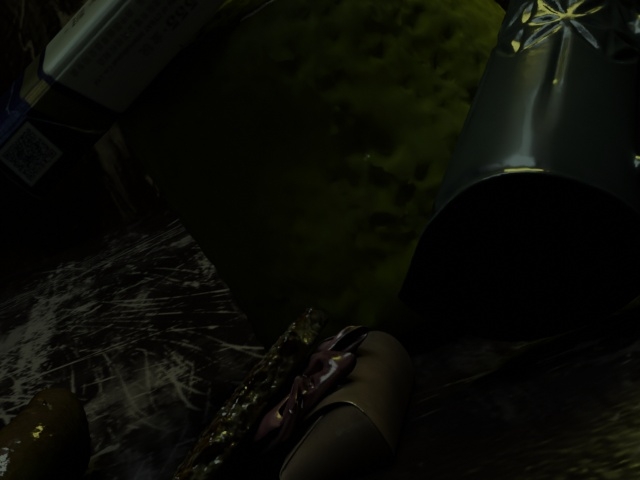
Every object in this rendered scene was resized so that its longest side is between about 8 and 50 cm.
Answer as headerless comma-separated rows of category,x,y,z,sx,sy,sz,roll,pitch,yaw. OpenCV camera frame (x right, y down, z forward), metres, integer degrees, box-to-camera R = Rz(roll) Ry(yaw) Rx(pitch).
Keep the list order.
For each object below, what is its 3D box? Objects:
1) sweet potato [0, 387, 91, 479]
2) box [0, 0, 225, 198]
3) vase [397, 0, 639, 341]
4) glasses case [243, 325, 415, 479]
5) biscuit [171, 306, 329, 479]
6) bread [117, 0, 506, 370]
sweet potato,-0.228,0.182,1.522,0.077,0.077,0.243,-22,15,14
box,-0.157,-0.158,1.507,0.259,0.071,0.168,-48,14,7
vase,0.184,-0.092,1.376,0.251,0.156,0.300,-18,41,34
glasses case,0.000,0.109,1.321,0.102,0.070,0.193,-24,8,12
biscuit,-0.050,0.111,1.350,0.131,0.026,0.237,-53,-1,8
bread,0.018,-0.089,1.596,0.348,0.308,0.348,-41,15,13
